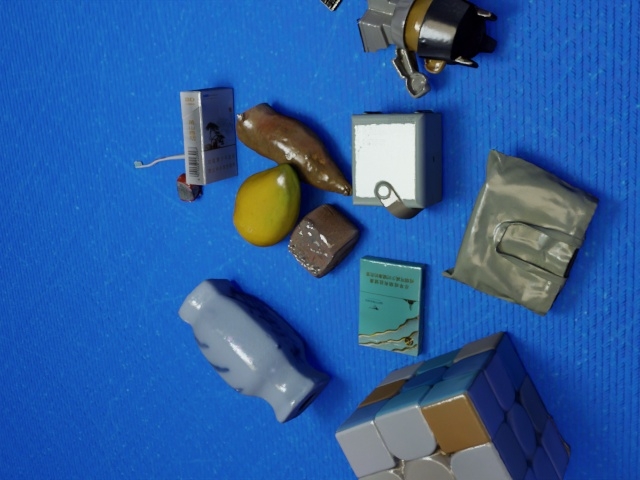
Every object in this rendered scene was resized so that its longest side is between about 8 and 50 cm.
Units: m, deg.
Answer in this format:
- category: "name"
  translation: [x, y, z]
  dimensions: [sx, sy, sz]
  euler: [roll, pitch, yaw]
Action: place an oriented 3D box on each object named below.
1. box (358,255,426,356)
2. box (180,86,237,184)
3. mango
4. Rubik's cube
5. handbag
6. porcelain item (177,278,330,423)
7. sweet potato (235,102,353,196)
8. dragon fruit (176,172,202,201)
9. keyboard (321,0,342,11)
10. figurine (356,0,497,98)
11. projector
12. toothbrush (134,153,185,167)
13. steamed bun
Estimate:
- category: "box"
  translation: [0.173, 0.159, 1.754]
  dimensions: [0.162, 0.041, 0.229]
  euler: [8, 107, 27]
- category: "box"
  translation: [-0.280, -0.268, 1.819]
  dimensions: [0.067, 0.149, 0.233]
  euler: [6, 106, 24]
- category: "mango"
  translation: [-0.130, -0.085, 1.770]
  dimensions: [0.176, 0.119, 0.317]
  euler: [59, 143, 11]
- category: "Rubik's cube"
  translation: [0.302, 0.456, 1.590]
  dimensions: [0.344, 0.346, 0.347]
  euler: [-28, 89, 30]
- category: "handbag"
  translation: [0.428, -0.010, 1.535]
  dimensions: [0.253, 0.109, 0.315]
  euler: [24, 113, 16]
- category: "porcelain item"
  translation: [-0.177, 0.280, 1.864]
  dimensions: [0.405, 0.242, 0.178]
  euler: [41, 100, 16]
- category: "sweet potato"
  translation: [-0.050, -0.217, 1.726]
  dimensions: [0.337, 0.131, 0.131]
  euler: [33, 116, 17]
- category: "dragon fruit"
  translation: [-0.353, -0.147, 1.946]
  dimensions: [0.056, 0.060, 0.083]
  euler: [14, 136, 18]
- category: "keyboard"
  translation: [0.087, -0.664, 1.586]
  dimensions: [0.106, 0.027, 0.317]
  euler: [45, 119, 11]
- category: "figurine"
  translation: [0.223, -0.452, 1.506]
  dimensions: [0.308, 0.143, 0.308]
  euler: [24, 131, 31]
- category: "projector"
  translation: [0.171, -0.169, 1.597]
  dimensions: [0.177, 0.163, 0.242]
  euler: [3, 102, 29]
- category: "toothbrush"
  translation: [-0.441, -0.222, 1.995]
  dimensions: [0.204, 0.017, 0.022]
  euler: [-5, 120, 30]
- category: "steamed bun"
  translation: [0.000, 0.000, 1.766]
  dimensions: [0.145, 0.106, 0.175]
  euler: [43, 121, 12]
